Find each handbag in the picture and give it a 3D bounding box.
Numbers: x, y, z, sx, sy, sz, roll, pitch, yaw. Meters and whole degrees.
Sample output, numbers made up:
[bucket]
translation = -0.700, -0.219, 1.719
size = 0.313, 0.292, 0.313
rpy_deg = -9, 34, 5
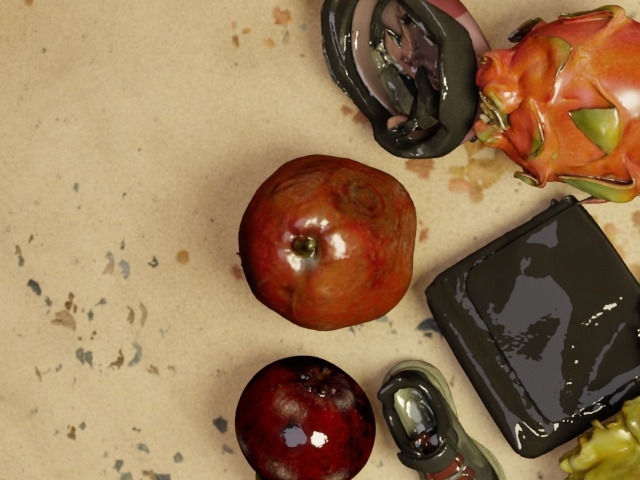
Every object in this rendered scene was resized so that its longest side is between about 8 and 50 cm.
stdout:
[handbag]
translation = 0.266, 0.101, 1.438
size = 0.223, 0.080, 0.246
rpy_deg = -32, 72, 7

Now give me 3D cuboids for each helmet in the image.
[helmet]
translation = 0.122, -0.221, 1.489
size = 0.198, 0.154, 0.253
rpy_deg = -49, 53, 52

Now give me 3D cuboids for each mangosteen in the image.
[mangosteen]
translation = -0.022, 0.240, 1.498
size = 0.200, 0.200, 0.199
rpy_deg = -2, 84, 22

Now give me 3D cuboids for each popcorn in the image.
[popcorn]
translation = 0.362, 0.261, 1.332
size = 0.218, 0.169, 0.189
rpy_deg = -37, 78, 4

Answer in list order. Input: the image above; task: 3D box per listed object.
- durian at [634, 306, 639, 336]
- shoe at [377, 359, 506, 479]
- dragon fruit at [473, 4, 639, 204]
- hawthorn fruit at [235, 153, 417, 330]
[durian]
translation = 0.485, 0.002, 1.297
size = 0.394, 0.163, 0.198
rpy_deg = -47, 66, 12
[shoe]
translation = 0.134, 0.244, 1.455
size = 0.099, 0.112, 0.227
rpy_deg = -34, 72, 14
[dragon fruit]
translation = 0.292, -0.149, 1.377
size = 0.227, 0.224, 0.224
rpy_deg = 0, 85, 22
[hawthorn fruit]
translation = 0.000, 0.000, 1.456
size = 0.224, 0.261, 0.224
rpy_deg = 0, 89, 17
